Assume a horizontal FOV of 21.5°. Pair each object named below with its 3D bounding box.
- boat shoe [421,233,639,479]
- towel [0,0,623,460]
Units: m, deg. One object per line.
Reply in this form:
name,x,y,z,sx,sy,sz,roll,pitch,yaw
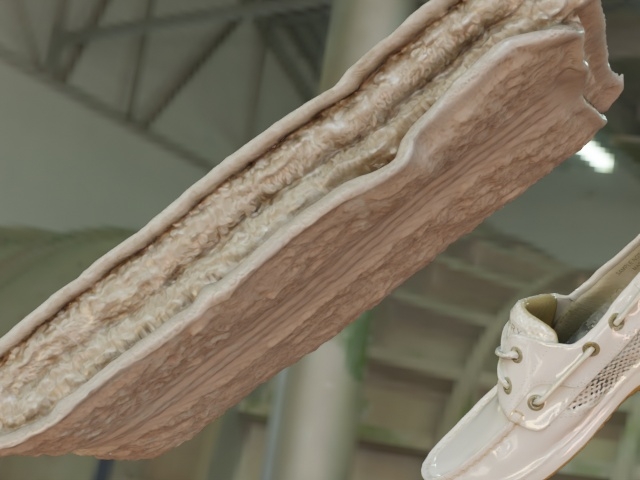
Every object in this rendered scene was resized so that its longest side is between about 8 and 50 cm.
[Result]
boat shoe,0.159,0.074,1.119,0.096,0.277,0.098,43,16,-17
towel,0.000,0.000,0.672,0.282,0.049,0.187,-38,-15,5
